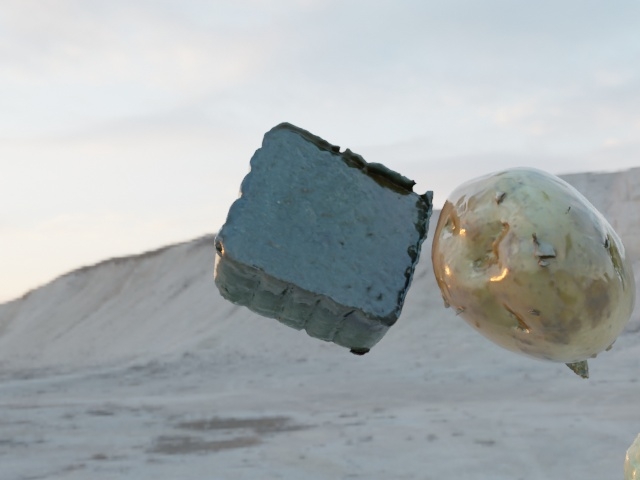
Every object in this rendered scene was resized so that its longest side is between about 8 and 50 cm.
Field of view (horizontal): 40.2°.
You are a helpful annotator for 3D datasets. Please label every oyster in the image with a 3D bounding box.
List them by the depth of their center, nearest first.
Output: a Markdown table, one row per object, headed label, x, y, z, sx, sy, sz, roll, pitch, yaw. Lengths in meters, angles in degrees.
| label | x | y | z | sx | sy | sz | roll | pitch | yaw |
| --- | --- | --- | --- | --- | --- | --- | --- | --- | --- |
| oyster | 0.326 | 0.139 | 1.155 | 0.051 | 0.093 | 0.034 | -42 | -25 | -25 |

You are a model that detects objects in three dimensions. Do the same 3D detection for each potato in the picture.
| label | x | y | z | sx | sy | sz | roll | pitch | yaw |
| --- | --- | --- | --- | --- | --- | --- | --- | --- | --- |
| potato | 0.152 | 0.014 | 0.654 | 0.128 | 0.161 | 0.235 | -41 | 17 | 13 |

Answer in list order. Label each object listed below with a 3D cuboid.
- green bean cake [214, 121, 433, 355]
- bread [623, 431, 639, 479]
| label | x | y | z | sx | sy | sz | roll | pitch | yaw |
| --- | --- | --- | --- | --- | --- | --- | --- | --- | --- |
| green bean cake | 0.000 | 0.000 | 0.824 | 0.181 | 0.173 | 0.094 | 22 | -36 | -5 |
| bread | 0.207 | 0.123 | 0.320 | 0.188 | 0.068 | 0.125 | 28 | 10 | -37 |
